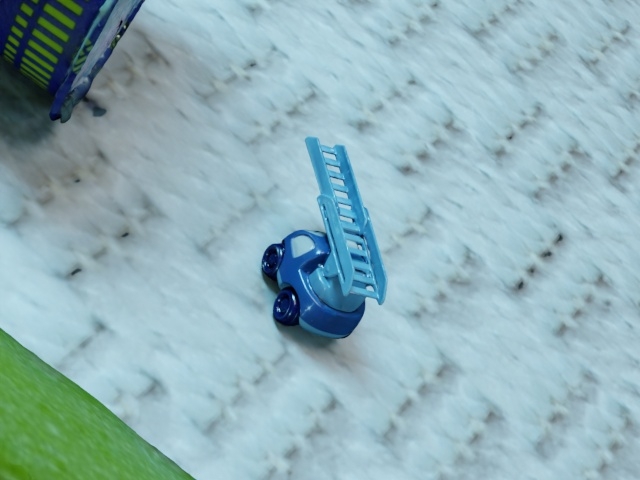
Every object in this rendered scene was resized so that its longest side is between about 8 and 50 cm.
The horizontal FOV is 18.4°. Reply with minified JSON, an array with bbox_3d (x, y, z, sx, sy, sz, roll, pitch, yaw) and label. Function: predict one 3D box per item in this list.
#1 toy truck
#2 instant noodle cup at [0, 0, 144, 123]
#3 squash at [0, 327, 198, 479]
[{"bbox_3d":[0.000,0.000,1.348,0.063,0.074,0.136,14,45,-37],"label":"toy truck"},{"bbox_3d":[-0.224,-0.275,1.256,0.312,0.284,0.284,32,36,-5],"label":"instant noodle cup"},{"bbox_3d":[-0.205,0.137,0.781,0.384,0.263,0.263,42,33,-25],"label":"squash"}]
